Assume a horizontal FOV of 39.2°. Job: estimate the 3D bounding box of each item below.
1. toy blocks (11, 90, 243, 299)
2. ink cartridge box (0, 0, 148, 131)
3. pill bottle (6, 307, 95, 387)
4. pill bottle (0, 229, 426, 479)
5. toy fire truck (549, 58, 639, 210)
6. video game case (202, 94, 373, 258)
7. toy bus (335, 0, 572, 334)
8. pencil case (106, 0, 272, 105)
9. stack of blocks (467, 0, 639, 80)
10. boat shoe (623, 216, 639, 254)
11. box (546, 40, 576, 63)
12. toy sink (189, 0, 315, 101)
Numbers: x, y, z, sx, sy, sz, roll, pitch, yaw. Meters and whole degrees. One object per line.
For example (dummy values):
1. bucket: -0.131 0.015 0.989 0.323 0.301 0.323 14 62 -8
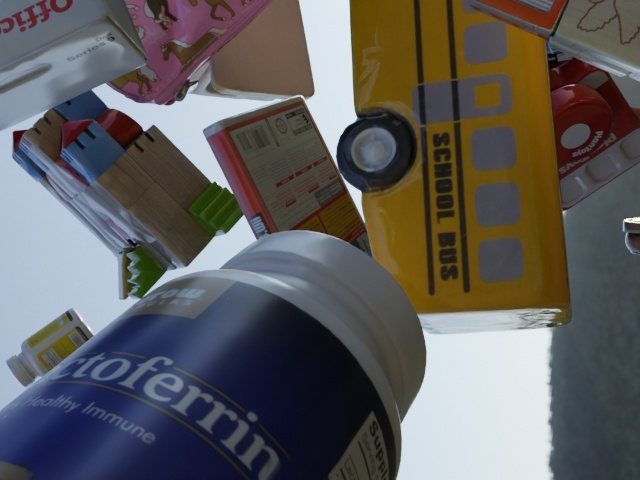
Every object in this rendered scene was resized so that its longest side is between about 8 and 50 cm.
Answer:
1. toy blocks: -0.269 -0.082 1.152 0.261 0.381 0.191 46 -109 -14
2. ink cartridge box: -0.316 -0.258 0.822 0.121 0.211 0.289 51 -165 -79
3. pill bottle: -0.374 0.151 1.250 0.116 0.065 0.065 -36 -46 -13
4. pill bottle: -0.056 0.105 0.384 0.264 0.153 0.153 -45 -47 -54
5. toy fire truck: 0.283 -0.109 1.201 0.254 0.302 0.169 37 -157 -40
6. video game case: 0.000 0.000 0.885 0.285 0.025 0.204 63 -155 -5
7. toy bus: 0.084 -0.110 0.592 0.108 0.130 0.333 35 -129 -68
8. pencil case: -0.113 -0.328 1.049 0.167 0.386 0.160 40 -165 -33
9. stack of blocks: 0.234 -0.128 0.393 0.087 0.297 0.171 -39 -28 -74
10. boat shoe: 0.524 0.023 1.124 0.111 0.307 0.105 -139 52 -78
11. box: 0.269 -0.244 1.100 0.018 0.083 0.067 57 -145 -50
12. toy sink: -0.116 -0.282 1.288 0.152 0.131 0.234 0 -112 -28
